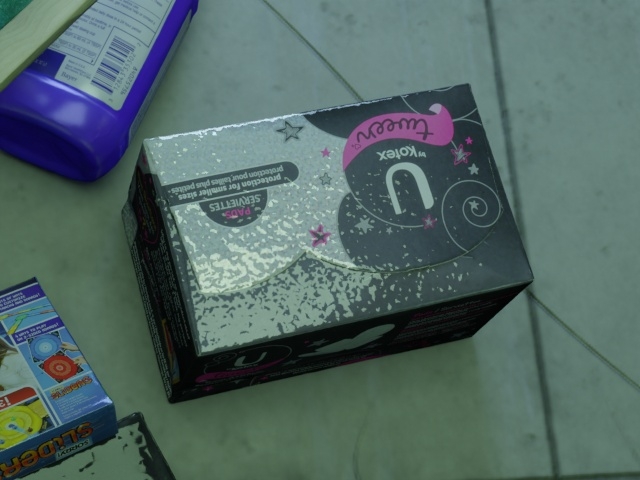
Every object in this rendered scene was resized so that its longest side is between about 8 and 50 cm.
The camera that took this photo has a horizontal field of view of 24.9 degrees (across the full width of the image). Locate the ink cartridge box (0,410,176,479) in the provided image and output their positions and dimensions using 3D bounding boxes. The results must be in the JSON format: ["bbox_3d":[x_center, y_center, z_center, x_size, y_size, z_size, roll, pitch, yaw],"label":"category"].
[{"bbox_3d":[-0.229,0.254,0.925,0.332,0.065,0.165,-26,79,-21],"label":"ink cartridge box"}]

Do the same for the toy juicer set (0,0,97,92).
[{"bbox_3d":[-0.213,-0.212,1.025,0.209,0.089,0.329,-33,51,-20],"label":"toy juicer set"}]

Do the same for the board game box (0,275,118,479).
[{"bbox_3d":[-0.253,0.112,0.953,0.201,0.035,0.136,-22,48,-20],"label":"board game box"}]

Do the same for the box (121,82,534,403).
[{"bbox_3d":[0.000,0.000,1.034,0.247,0.142,0.163,-11,74,-18],"label":"box"}]

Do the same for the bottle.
[{"bbox_3d":[-0.154,-0.185,1.089,0.118,0.092,0.283,22,66,1],"label":"bottle"}]
